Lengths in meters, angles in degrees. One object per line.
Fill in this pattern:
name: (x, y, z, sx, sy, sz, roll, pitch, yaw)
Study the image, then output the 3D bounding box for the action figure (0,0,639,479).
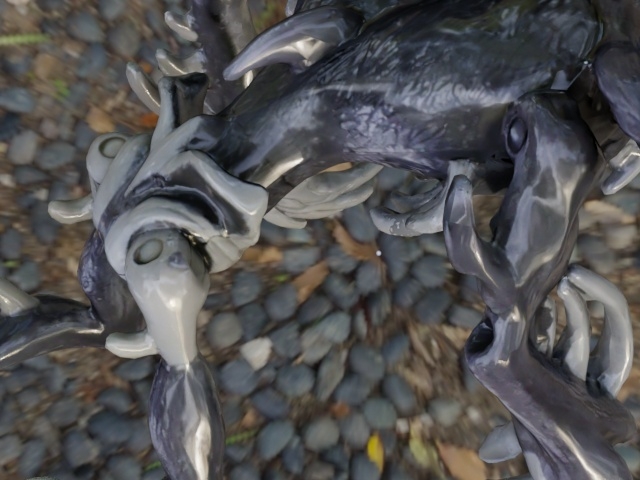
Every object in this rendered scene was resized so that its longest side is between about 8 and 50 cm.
action figure: (0.000, 0.000, 0.419, 0.275, 0.141, 0.164, -32, 53, 6)
